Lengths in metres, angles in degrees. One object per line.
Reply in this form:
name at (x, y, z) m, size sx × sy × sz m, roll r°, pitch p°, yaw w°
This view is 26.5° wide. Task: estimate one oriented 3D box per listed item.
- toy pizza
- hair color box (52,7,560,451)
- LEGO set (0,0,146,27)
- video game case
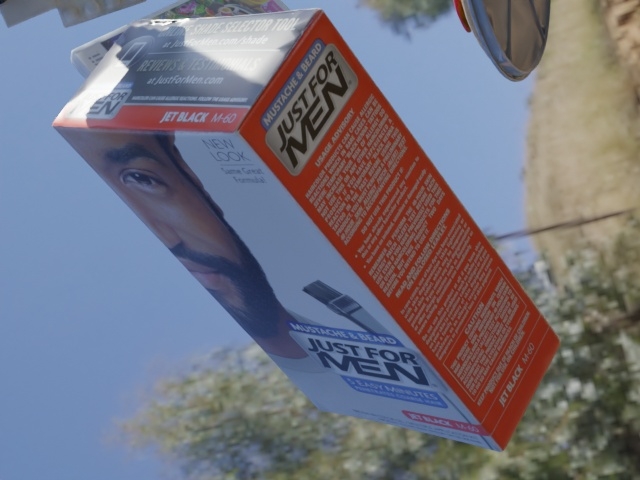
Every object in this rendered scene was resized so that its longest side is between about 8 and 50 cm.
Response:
toy pizza at (0.114, -0.206, 0.920) m, size 0.201 × 0.032 × 0.201 m, roll -5°, pitch -90°, yaw -65°
hair color box at (0.000, 0.000, 0.458) m, size 0.167 × 0.093 × 0.053 m, roll 51°, pitch -120°, yaw -35°
LEGO set at (-0.128, -0.176, 0.404) m, size 0.244 × 0.060 × 0.182 m, roll 80°, pitch 165°, yaw -60°
video game case at (-0.060, -0.097, 0.738) m, size 0.122 × 0.011 × 0.087 m, roll -32°, pitch -113°, yaw -28°
